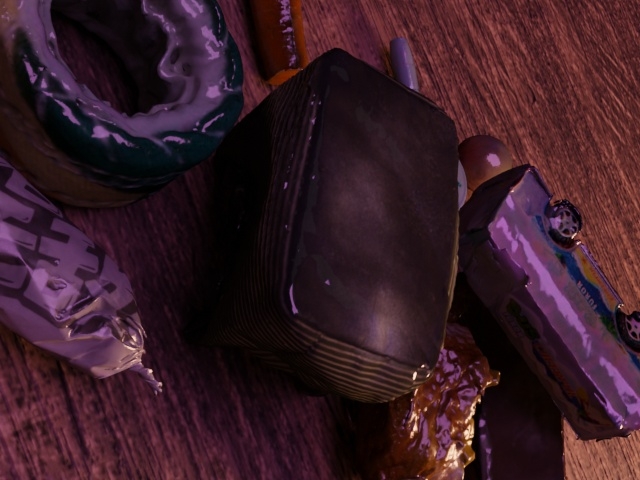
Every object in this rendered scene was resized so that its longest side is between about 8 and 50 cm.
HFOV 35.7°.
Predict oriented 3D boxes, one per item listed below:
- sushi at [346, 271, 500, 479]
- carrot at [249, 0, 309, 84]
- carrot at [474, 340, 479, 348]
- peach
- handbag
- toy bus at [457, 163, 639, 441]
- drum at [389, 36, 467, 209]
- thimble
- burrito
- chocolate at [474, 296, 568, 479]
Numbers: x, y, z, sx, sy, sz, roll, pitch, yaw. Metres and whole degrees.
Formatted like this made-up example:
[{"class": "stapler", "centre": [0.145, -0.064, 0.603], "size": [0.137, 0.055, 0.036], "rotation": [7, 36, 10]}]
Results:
[{"class": "sushi", "centre": [0.119, 0.183, 1.124], "size": [0.179, 0.167, 0.296], "rotation": [22, 51, -24]}, {"class": "carrot", "centre": [-0.057, -0.303, 1.209], "size": [0.067, 0.067, 0.225], "rotation": [-1, 77, -38]}, {"class": "carrot", "centre": [0.134, 0.102, 1.233], "size": [0.161, 0.055, 0.055], "rotation": [41, 54, -29]}, {"class": "peach", "centre": [0.219, -0.104, 1.351], "size": [0.083, 0.083, 0.083], "rotation": [14, 67, -34]}, {"class": "handbag", "centre": [0.000, 0.000, 1.037], "size": [0.247, 0.240, 0.340], "rotation": [23, 61, -32]}, {"class": "toy bus", "centre": [0.269, 0.075, 1.135], "size": [0.317, 0.112, 0.138], "rotation": [53, 51, -7]}, {"class": "drum", "centre": [0.142, -0.141, 1.320], "size": [0.130, 0.049, 0.253], "rotation": [17, 65, -33]}, {"class": "thimble", "centre": [-0.221, -0.179, 0.971], "size": [0.254, 0.167, 0.288], "rotation": [-35, 98, -41]}, {"class": "burrito", "centre": [-0.304, -0.014, 0.892], "size": [0.445, 0.101, 0.139], "rotation": [42, 42, -17]}, {"class": "chocolate", "centre": [0.258, 0.181, 1.257], "size": [0.112, 0.112, 0.321], "rotation": [49, 39, -61]}]
